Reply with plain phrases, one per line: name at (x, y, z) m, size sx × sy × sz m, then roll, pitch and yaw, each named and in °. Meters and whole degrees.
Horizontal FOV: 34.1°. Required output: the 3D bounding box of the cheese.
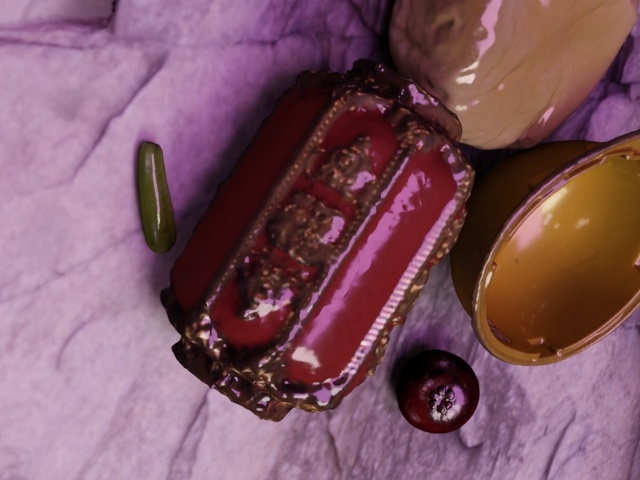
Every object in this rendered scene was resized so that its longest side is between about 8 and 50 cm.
cheese at (0.166, -0.184, 0.877) m, size 0.214 × 0.117 × 0.226 m, roll 18°, pitch 103°, yaw -44°

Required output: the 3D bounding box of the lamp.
lamp at (0.000, 0.000, 0.792) m, size 0.177 × 0.177 × 0.274 m, roll 34°, pitch 85°, yaw -41°

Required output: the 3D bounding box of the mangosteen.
mangosteen at (0.111, 0.143, 0.996) m, size 0.081 × 0.081 × 0.081 m, roll -15°, pitch 117°, yaw -32°

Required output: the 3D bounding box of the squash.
squash at (-0.123, -0.031, 0.776) m, size 0.027 × 0.027 × 0.089 m, roll -21°, pitch 118°, yaw -29°

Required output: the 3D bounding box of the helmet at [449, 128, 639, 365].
helmet at (0.209, -0.016, 0.954) m, size 0.257 × 0.140 × 0.205 m, roll -38°, pitch 129°, yaw -8°
